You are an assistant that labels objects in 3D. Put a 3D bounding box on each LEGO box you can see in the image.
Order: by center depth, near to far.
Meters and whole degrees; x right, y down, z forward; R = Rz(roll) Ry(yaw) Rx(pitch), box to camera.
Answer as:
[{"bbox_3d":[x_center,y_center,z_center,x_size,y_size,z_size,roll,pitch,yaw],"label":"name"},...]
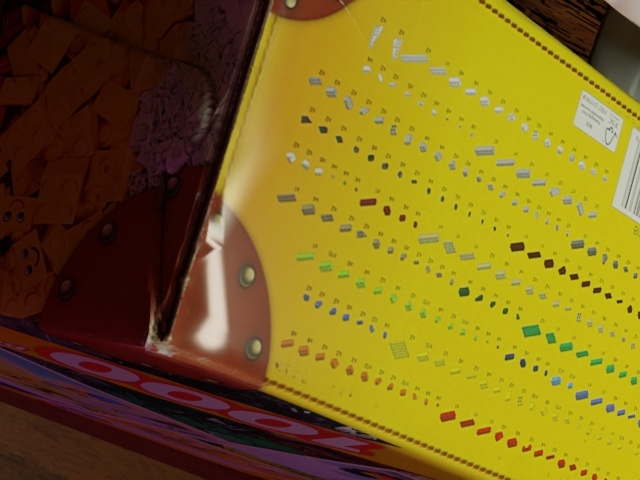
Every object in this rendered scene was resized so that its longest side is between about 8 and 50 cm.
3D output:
[{"bbox_3d":[-0.015,0.011,0.928,0.372,0.193,0.500,6,166,42],"label":"LEGO box"}]

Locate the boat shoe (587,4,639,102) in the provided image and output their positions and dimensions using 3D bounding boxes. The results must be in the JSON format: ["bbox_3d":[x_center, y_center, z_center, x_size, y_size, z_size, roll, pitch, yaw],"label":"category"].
[{"bbox_3d":[0.197,-0.114,0.854,0.119,0.121,0.335,19,163,6],"label":"boat shoe"}]

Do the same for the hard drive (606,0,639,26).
[{"bbox_3d":[0.287,-0.129,0.682,0.210,0.040,0.318,28,142,-35],"label":"hard drive"}]
